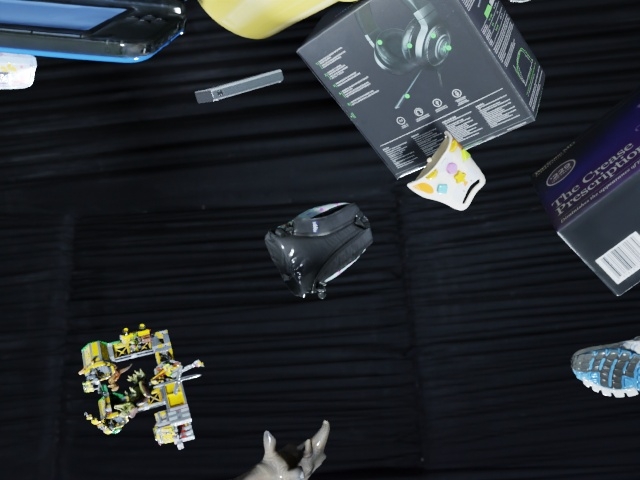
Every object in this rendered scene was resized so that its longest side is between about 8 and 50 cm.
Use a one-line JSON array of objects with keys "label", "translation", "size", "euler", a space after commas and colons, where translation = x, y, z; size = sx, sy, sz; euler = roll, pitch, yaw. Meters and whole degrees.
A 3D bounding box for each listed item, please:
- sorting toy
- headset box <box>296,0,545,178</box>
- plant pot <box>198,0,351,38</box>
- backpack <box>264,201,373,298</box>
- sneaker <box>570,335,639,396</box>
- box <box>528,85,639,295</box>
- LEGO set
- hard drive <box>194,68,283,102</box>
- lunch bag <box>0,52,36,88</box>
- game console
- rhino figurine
[{"label": "sorting toy", "translation": [0.162, -0.077, 0.764], "size": [0.083, 0.075, 0.045], "euler": [-55, -159, -5]}, {"label": "headset box", "translation": [0.143, -0.267, 0.926], "size": [0.283, 0.246, 0.131], "euler": [47, 46, -22]}, {"label": "plant pot", "translation": [-0.046, -0.393, 0.815], "size": [0.254, 0.239, 0.253], "euler": [21, 56, -35]}, {"label": "backpack", "translation": [0.000, 0.000, 1.140], "size": [0.115, 0.182, 0.151], "euler": [11, -51, 58]}, {"label": "sneaker", "translation": [0.426, 0.157, 0.844], "size": [0.083, 0.191, 0.071], "euler": [-85, 175, -62]}, {"label": "box", "translation": [0.361, -0.092, 0.649], "size": [0.103, 0.261, 0.184], "euler": [44, 22, -8]}, {"label": "LEGO set", "translation": [-0.408, 0.368, 1.450], "size": [0.331, 0.255, 0.192], "euler": [105, -31, -41]}, {"label": "hard drive", "translation": [-0.144, -0.272, 1.118], "size": [0.094, 0.135, 0.022], "euler": [17, -54, 61]}, {"label": "lunch bag", "translation": [-0.369, -0.198, 0.717], "size": [0.083, 0.071, 0.053], "euler": [10, -75, 49]}, {"label": "game console", "translation": [-0.300, -0.313, 0.683], "size": [0.250, 0.293, 0.173], "euler": [-84, 178, -61]}, {"label": "rhino figurine", "translation": [-0.074, 0.253, 0.566], "size": [0.073, 0.243, 0.106], "euler": [43, -2, 35]}]
